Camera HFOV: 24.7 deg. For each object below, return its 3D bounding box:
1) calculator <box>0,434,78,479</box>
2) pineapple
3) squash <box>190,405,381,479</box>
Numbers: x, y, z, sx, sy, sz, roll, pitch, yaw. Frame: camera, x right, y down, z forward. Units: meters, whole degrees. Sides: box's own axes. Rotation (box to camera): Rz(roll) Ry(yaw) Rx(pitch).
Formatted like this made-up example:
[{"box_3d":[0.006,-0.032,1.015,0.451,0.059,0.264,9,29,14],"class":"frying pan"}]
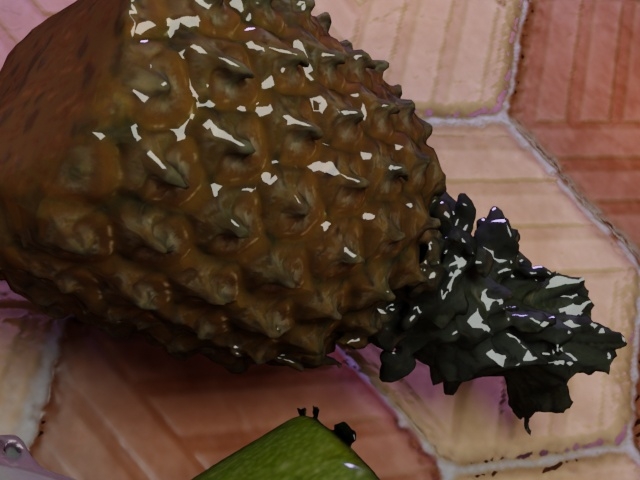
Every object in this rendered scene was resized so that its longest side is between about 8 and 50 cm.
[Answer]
[{"box_3d":[-0.163,0.216,0.620,0.194,0.043,0.294,18,53,-16],"class":"calculator"},{"box_3d":[0.000,0.000,0.748,0.362,0.202,0.202,32,52,-25],"class":"pineapple"},{"box_3d":[-0.054,0.217,0.647,0.260,0.189,0.189,-37,83,-14],"class":"squash"}]
